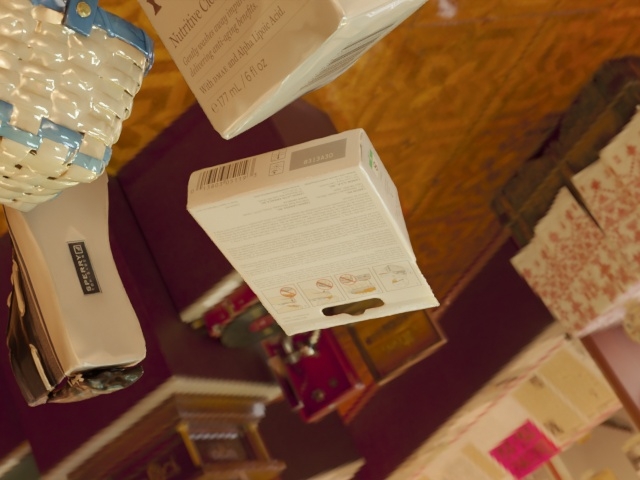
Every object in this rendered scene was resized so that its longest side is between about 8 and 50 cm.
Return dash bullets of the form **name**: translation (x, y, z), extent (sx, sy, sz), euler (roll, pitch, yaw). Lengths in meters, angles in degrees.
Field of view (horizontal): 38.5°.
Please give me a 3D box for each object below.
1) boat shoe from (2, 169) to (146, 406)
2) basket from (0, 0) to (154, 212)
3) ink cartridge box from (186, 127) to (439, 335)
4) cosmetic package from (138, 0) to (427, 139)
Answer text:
- **boat shoe**: translation (-0.309, 0.023, 1.021), extent (0.127, 0.341, 0.158), euler (0, 157, -44)
- **basket**: translation (-0.269, -0.189, 0.856), extent (0.201, 0.289, 0.254), euler (25, 153, -32)
- **ink cartridge box**: translation (0.000, 0.000, 0.906), extent (0.180, 0.056, 0.225), euler (-13, 139, 21)
- **cosmetic package**: translation (-0.082, -0.308, 0.723), extent (0.156, 0.385, 0.217), euler (-34, -179, -36)
